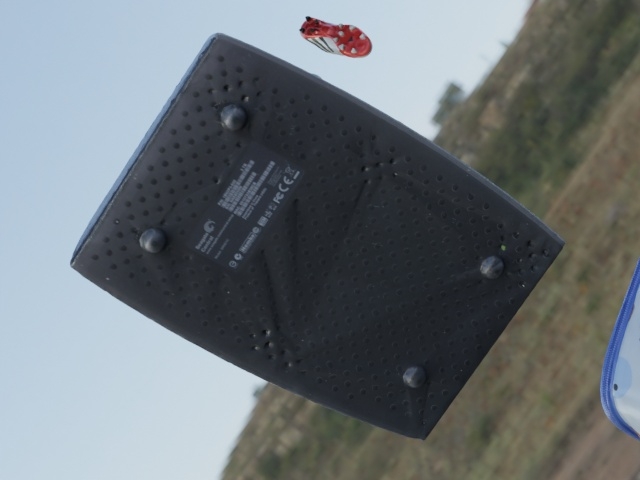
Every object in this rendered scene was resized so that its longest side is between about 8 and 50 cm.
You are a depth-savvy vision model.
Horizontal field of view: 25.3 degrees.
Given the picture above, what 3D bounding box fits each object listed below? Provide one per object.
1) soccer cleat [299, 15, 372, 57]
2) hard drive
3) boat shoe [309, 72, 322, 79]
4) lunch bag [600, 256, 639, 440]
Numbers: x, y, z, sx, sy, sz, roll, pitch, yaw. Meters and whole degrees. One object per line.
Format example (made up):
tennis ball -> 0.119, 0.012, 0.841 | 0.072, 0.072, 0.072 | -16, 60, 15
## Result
soccer cleat -> 0.017, -0.180, 1.286 | 0.035, 0.083, 0.029 | 38, -103, -54
hard drive -> 0.000, 0.000, 0.833 | 0.172, 0.255, 0.054 | -56, 25, 11
boat shoe -> -0.048, -0.073, 1.316 | 0.233, 0.079, 0.084 | -53, -45, -36
lunch bag -> 0.356, 0.041, 1.164 | 0.115, 0.243, 0.303 | 5, 73, 56
